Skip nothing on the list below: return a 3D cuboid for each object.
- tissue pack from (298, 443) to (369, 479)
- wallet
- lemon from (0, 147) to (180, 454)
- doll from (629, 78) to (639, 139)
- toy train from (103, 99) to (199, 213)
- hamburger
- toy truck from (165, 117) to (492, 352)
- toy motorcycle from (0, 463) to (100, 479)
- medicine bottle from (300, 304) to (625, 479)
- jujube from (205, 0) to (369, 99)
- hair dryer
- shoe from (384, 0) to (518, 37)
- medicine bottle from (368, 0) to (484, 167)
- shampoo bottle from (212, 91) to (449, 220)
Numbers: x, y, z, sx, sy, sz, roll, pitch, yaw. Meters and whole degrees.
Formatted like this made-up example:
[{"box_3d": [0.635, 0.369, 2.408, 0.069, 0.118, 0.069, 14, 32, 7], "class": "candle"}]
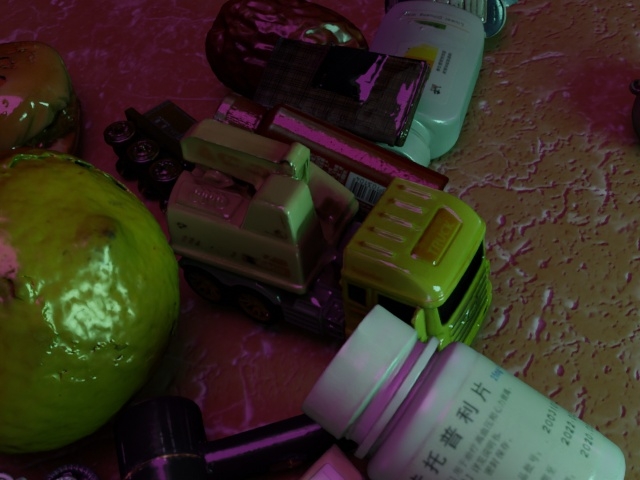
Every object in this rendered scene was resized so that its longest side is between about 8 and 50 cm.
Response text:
[{"box_3d": [0.032, 0.326, 0.927, 0.148, 0.092, 0.196, -42, 71, -18], "class": "tissue pack"}, {"box_3d": [0.024, -0.203, 1.234, 0.230, 0.042, 0.124, 16, 82, 29], "class": "wallet"}, {"box_3d": [-0.350, 0.075, 1.083, 0.387, 0.350, 0.350, -37, 40, 37], "class": "lemon"}, {"box_3d": [0.502, -0.169, 1.218, 0.188, 0.096, 0.145, 8, 63, 7], "class": "doll"}, {"box_3d": [-0.218, -0.128, 1.361, 0.137, 0.090, 0.225, -35, 53, -23], "class": "toy train"}, {"box_3d": [-0.532, -0.193, 1.437, 0.304, 0.174, 0.284, -15, 39, -7], "class": "hamburger"}, {"box_3d": [0.000, 0.000, 1.112, 0.405, 0.254, 0.180, 20, 56, 23], "class": "toy truck"}, {"box_3d": [-0.354, 0.358, 1.019, 0.260, 0.110, 0.171, -21, 67, -11], "class": "toy motorcycle"}, {"box_3d": [0.138, 0.197, 0.921, 0.293, 0.170, 0.170, 35, 66, 9], "class": "medicine bottle"}, {"box_3d": [-0.051, -0.281, 1.391, 0.250, 0.174, 0.174, 18, 59, 12], "class": "jujube"}, {"box_3d": [-0.047, 0.247, 1.033, 0.352, 0.107, 0.189, -15, 54, -5], "class": "hair dryer"}, {"box_3d": [0.200, -0.365, 1.451, 0.207, 0.091, 0.106, 7, 30, 24], "class": "shoe"}, {"box_3d": [0.131, -0.210, 1.323, 0.161, 0.111, 0.296, 14, 59, 14], "class": "medicine bottle"}, {"box_3d": [0.009, -0.100, 1.206, 0.314, 0.118, 0.076, 25, 58, 7], "class": "shampoo bottle"}]
